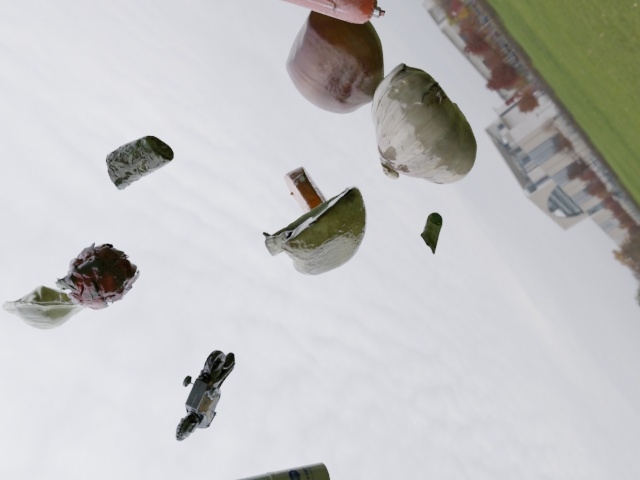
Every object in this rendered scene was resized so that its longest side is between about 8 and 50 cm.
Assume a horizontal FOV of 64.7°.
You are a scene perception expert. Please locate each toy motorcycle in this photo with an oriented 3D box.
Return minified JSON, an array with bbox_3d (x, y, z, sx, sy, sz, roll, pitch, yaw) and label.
[{"bbox_3d":[-0.376,0.503,1.649,0.108,0.307,0.173,20,167,18],"label":"toy motorcycle"}]

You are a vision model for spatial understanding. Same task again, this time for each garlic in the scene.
[{"bbox_3d":[0.256,-0.283,1.274,0.322,0.241,0.321,30,-127,-52],"label":"garlic"}]

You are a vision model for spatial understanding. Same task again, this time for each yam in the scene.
[{"bbox_3d":[-0.497,-0.220,1.374,0.107,0.183,0.107,60,-164,-29],"label":"yam"}]

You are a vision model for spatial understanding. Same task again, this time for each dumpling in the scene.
[{"bbox_3d":[-0.805,0.192,1.474,0.216,0.166,0.126,25,-114,-11],"label":"dumpling"}]

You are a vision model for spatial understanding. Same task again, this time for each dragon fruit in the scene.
[{"bbox_3d":[-0.584,0.092,1.349,0.182,0.182,0.188,38,-148,-24],"label":"dragon fruit"}]

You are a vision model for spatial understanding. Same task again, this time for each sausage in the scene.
[{"bbox_3d":[-0.066,-0.231,0.434,0.253,0.034,0.034,16,-149,3],"label":"sausage"}]

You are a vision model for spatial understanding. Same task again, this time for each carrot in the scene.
[{"bbox_3d":[-0.023,-0.118,1.670,0.258,0.100,0.307,56,-179,30],"label":"carrot"}]

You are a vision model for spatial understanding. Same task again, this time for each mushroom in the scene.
[{"bbox_3d":[0.007,0.000,1.325,0.217,0.292,0.211,-131,20,-75],"label":"mushroom"}]

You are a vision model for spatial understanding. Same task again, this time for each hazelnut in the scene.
[{"bbox_3d":[0.061,-0.634,1.766,0.366,0.366,0.365,37,-149,-27],"label":"hazelnut"}]

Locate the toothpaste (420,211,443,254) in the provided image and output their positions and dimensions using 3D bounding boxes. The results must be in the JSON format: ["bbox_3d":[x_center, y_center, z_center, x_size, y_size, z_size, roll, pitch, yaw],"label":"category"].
[{"bbox_3d":[0.355,-0.036,1.608,0.078,0.047,0.248,54,-151,-10],"label":"toothpaste"}]

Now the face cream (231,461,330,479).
[{"bbox_3d":[-0.105,0.536,1.081,0.250,0.077,0.077,-1,-127,-25],"label":"face cream"}]
